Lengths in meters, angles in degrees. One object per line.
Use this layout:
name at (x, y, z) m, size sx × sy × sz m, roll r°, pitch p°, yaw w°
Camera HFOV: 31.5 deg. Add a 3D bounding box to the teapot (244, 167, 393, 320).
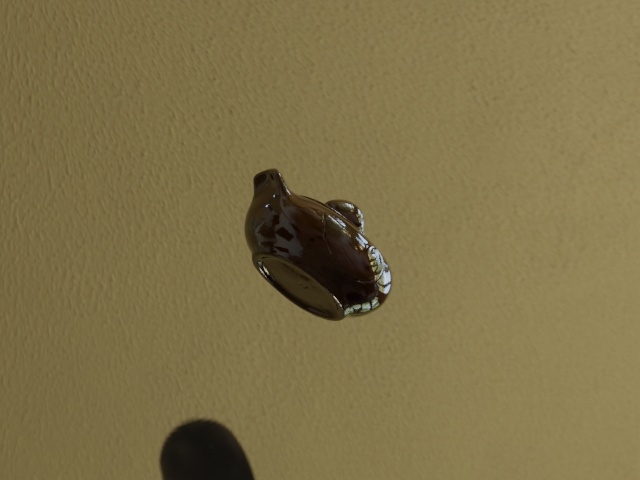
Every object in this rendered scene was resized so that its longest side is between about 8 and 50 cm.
teapot at (0.000, 0.000, 0.809) m, size 0.129 × 0.098 × 0.078 m, roll 41°, pitch -116°, yaw -21°
